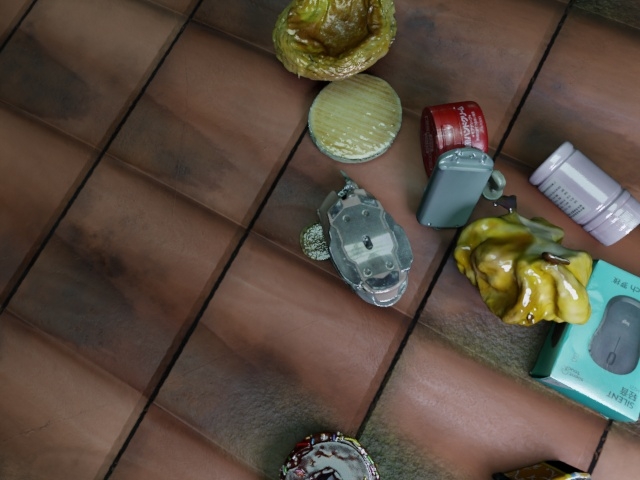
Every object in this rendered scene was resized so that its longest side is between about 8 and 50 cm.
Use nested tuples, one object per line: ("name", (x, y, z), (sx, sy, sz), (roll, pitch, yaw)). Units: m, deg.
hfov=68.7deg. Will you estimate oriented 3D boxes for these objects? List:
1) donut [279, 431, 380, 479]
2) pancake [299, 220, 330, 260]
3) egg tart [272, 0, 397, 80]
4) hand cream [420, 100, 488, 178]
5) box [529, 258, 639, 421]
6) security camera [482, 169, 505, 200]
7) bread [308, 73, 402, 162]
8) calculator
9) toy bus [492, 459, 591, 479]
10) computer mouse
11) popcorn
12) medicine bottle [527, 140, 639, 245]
("donut", (0.021, 0.554, 1.077), (0.234, 0.089, 0.235), (-1, 78, 5))
("pancake", (0.000, 0.000, 1.242), (0.114, 0.011, 0.115), (-1, 77, 5))
("egg tart", (0.041, -0.559, 1.283), (0.351, 0.150, 0.353), (-4, 68, 10))
("hand cream", (0.330, -0.249, 1.177), (0.125, 0.193, 0.193), (-10, 77, 0))
("box", (0.655, 0.226, 1.081), (0.205, 0.118, 0.312), (27, 81, 12))
("security camera", (0.448, -0.144, 1.194), (0.058, 0.092, 0.058), (-1, 75, 4))
("bread", (0.095, -0.336, 1.294), (0.266, 0.040, 0.267), (-1, 77, 6))
("calculator", (0.323, -0.116, 1.141), (0.141, 0.246, 0.045), (2, 44, -10))
("toy bus", (0.513, 0.651, 0.978), (0.194, 0.162, 0.324), (-17, 75, -2))
("computer mouse", (0.096, -0.005, 1.187), (0.199, 0.115, 0.390), (-13, 64, -15))
("popcorn", (0.454, 0.067, 1.077), (0.297, 0.281, 0.316), (17, 40, 14))
("medicine bottle", (0.650, -0.116, 1.149), (0.133, 0.133, 0.250), (-44, 76, -5))
